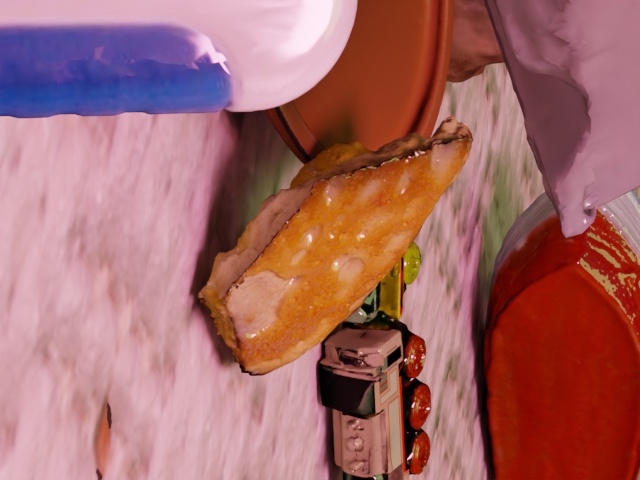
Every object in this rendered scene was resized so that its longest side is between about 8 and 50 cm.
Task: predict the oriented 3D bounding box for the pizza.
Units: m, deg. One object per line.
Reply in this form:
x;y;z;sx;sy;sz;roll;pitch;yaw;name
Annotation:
0.000;-0.001;0.833;0.160;0.036;0.099;-51;143;16;pizza

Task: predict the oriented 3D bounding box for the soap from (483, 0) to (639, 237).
0.106;-0.277;0.674;0.350;0.213;0.435;64;9;-52;soap

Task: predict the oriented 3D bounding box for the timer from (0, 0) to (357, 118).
-0.080;-0.154;0.411;0.078;0.178;0.253;-152;-119;-65;timer

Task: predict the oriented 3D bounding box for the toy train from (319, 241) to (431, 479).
0.028;0.036;1.017;0.085;0.053;0.250;-39;132;-57;toy train

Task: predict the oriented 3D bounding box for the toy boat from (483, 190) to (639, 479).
0.205;0.076;1.441;0.332;0.145;0.133;86;17;-44;toy boat

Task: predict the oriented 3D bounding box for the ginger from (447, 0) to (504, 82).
0.144;-0.241;1.060;0.176;0.256;0.375;-58;134;-65;ginger

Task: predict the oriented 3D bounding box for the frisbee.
0.011;-0.145;0.882;0.251;0.021;0.251;19;69;-62;frisbee
